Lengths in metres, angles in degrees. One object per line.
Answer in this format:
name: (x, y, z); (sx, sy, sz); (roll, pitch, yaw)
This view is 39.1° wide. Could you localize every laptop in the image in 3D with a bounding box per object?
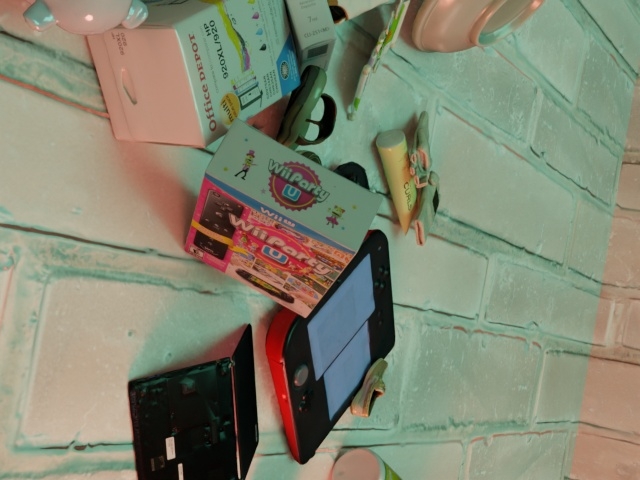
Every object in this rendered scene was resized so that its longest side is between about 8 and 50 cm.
laptop: (-0.196, 0.286, 1.472); (0.265, 0.137, 0.234); (-11, 107, -28)

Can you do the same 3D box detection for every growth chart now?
growth chart: (0.115, -0.361, 1.724); (0.237, 0.021, 0.172); (-62, 175, -28)

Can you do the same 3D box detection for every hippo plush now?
hippo plush: (-0.250, -0.364, 1.037); (0.234, 0.294, 0.236); (-19, 122, -30)

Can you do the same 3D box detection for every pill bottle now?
pill bottle: (0.114, 0.526, 1.892); (0.208, 0.118, 0.117); (53, 54, -48)

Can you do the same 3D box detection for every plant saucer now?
plant saucer: (0.373, -0.506, 1.850); (0.100, 0.400, 0.400); (53, 35, 13)

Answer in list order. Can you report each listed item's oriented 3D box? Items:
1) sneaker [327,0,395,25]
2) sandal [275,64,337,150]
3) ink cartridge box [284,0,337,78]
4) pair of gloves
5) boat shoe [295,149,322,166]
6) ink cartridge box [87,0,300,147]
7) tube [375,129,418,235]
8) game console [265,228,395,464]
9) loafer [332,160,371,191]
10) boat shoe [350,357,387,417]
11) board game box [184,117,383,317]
sneaker: (0.052, -0.452, 1.637); (0.123, 0.106, 0.290); (-56, 161, 21)
sandal: (-0.016, -0.196, 1.462); (0.303, 0.086, 0.120); (164, -56, -83)
ink cartridge box: (-0.040, -0.389, 1.389); (0.275, 0.060, 0.238); (-158, -130, -87)
pair of gloves: (0.228, -0.136, 1.933); (0.204, 0.042, 0.240); (-67, 153, -56)
boat shoe: (-0.043, -0.044, 1.553); (0.095, 0.095, 0.257); (52, 55, -47)
ink cartridge box: (-0.171, -0.253, 1.251); (0.233, 0.168, 0.171); (-42, 130, -44)
tube: (0.172, -0.124, 1.896); (0.070, 0.062, 0.240); (-28, 133, -10)
game console: (0.037, 0.194, 1.743); (0.386, 0.060, 0.341); (-46, 136, -41)
loafer: (0.044, -0.050, 1.608); (0.095, 0.109, 0.302); (-56, -171, 43)
boat shoe: (0.110, 0.304, 1.842); (0.135, 0.045, 0.050); (-59, 150, -25)
board game box: (-0.066, -0.020, 1.284); (0.097, 0.224, 0.303); (-63, -178, -26)
